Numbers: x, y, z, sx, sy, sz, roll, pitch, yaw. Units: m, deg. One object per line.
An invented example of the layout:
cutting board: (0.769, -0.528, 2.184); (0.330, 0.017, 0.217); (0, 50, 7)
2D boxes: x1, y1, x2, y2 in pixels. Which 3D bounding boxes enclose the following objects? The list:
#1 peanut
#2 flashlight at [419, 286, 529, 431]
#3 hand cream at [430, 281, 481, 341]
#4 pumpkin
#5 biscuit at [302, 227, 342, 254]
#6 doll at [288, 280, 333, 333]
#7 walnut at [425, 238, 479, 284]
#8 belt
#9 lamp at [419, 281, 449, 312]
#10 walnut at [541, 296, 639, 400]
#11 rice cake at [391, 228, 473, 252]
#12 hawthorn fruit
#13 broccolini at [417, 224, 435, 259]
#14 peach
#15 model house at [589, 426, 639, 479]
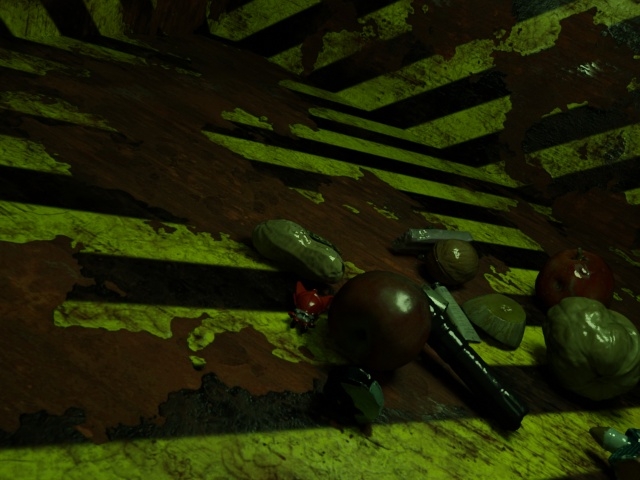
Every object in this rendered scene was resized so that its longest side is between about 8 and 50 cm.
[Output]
peanut: (-0.061, 0.030, 1.587); (0.290, 0.130, 0.130); (31, 28, 6)
flashlight: (0.359, 0.302, 1.435); (0.103, 0.103, 0.424); (-12, 55, -50)
hand cream: (0.414, 0.223, 1.732); (0.080, 0.050, 0.234); (12, 34, -36)
pumpkin: (0.562, 0.230, 1.753); (0.217, 0.110, 0.217); (25, 29, -15)
biscuit: (-0.001, 0.001, 1.706); (0.143, 0.016, 0.203); (30, -2, 11)
doll: (-0.033, 0.171, 1.433); (0.109, 0.057, 0.169); (23, 26, 2)
walnut: (0.445, 0.072, 1.887); (0.207, 0.167, 0.167); (10, 29, -51)
belt: (0.071, 0.328, 1.196); (0.140, 0.105, 0.058); (37, 28, 2)
lamp: (0.258, 0.169, 1.617); (0.214, 0.121, 0.121); (25, 26, 21)
walnut: (0.794, 0.318, 1.645); (0.281, 0.253, 0.277); (19, 30, -13)
rice cake: (0.400, 0.004, 1.968); (0.297, 0.106, 0.050); (3, 57, -29)
hawthorn fruit: (0.922, 0.156, 2.025); (0.275, 0.300, 0.275); (-2, 27, 1)
broccolini: (0.383, 0.010, 2.077); (0.058, 0.067, 0.216); (27, 36, 11)
peach: (0.150, 0.188, 1.369); (0.252, 0.253, 0.252); (19, 28, -11)
model house: (0.784, 0.558, 1.344); (0.253, 0.185, 0.291); (-9, 29, -38)
